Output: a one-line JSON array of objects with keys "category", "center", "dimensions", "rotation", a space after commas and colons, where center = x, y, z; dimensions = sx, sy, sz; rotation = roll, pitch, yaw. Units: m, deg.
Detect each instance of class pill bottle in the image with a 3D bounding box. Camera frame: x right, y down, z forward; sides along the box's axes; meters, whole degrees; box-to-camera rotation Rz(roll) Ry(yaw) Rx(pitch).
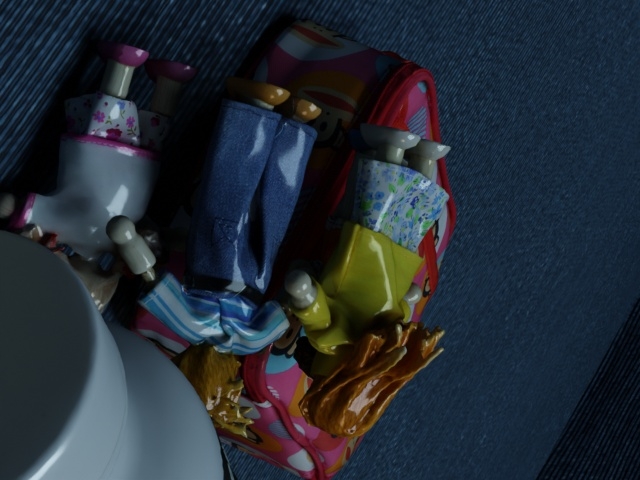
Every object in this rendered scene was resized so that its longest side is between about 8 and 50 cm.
[{"category": "pill bottle", "center": [-0.118, 0.151, 0.748], "dimensions": [0.188, 0.188, 0.334], "rotation": [-54, 150, -27]}]

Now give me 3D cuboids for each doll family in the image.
[{"category": "doll family", "center": [-0.022, 0.013, 0.831], "dimensions": [0.263, 0.118, 0.163], "rotation": [16, 88, -39]}]

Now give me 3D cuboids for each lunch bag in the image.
[{"category": "lunch bag", "center": [0.000, 0.000, 1.081], "dimensions": [0.258, 0.120, 0.293], "rotation": [-63, 163, -17]}]
